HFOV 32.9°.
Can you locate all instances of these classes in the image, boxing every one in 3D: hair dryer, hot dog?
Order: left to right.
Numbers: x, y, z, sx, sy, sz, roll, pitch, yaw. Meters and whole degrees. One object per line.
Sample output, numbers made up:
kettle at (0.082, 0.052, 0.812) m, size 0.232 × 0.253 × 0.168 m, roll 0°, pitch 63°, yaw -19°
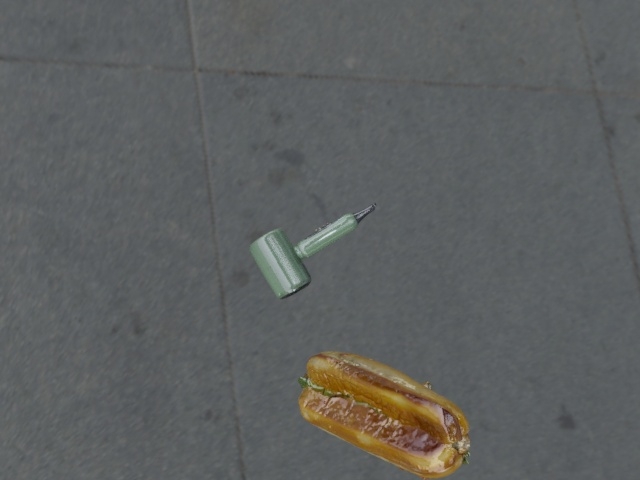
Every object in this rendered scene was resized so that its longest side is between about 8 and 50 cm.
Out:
hair dryer at (0.000, 0.000, 1.215) m, size 0.150 × 0.047 × 0.071 m, roll -31°, pitch 84°, yaw -5°
hot dog at (0.070, 0.195, 1.255) m, size 0.076 × 0.250 × 0.104 m, roll 11°, pitch 93°, yaw -46°
